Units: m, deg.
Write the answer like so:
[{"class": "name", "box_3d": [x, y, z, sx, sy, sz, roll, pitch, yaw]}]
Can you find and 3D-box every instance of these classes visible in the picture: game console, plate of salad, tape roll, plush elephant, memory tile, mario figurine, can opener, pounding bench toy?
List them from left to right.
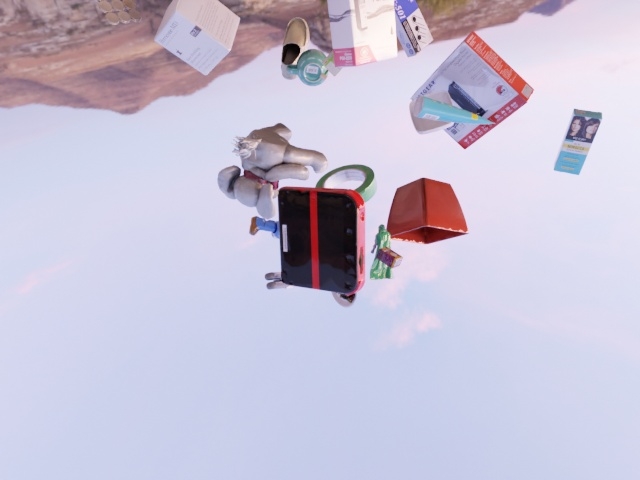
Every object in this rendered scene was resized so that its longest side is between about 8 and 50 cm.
[{"class": "memory tile", "box_3d": [-0.601, -0.698, 1.378, 0.113, 0.148, 0.012, -35, -174, -39]}, {"class": "plush elephant", "box_3d": [-0.182, -0.212, 1.536, 0.271, 0.256, 0.329, 39, -149, 25]}, {"class": "can opener", "box_3d": [-0.171, 0.168, 1.957, 0.093, 0.074, 0.280, -14, 174, 11]}, {"class": "mario figurine", "box_3d": [-0.151, -0.017, 2.082, 0.320, 0.170, 0.198, 8, -139, 1]}, {"class": "game console", "box_3d": [0.000, 0.000, 1.735, 0.341, 0.387, 0.060, 7, -164, 29]}, {"class": "pounding bench toy", "box_3d": [0.032, -0.494, 1.338, 0.083, 0.052, 0.065, -42, -164, 26]}, {"class": "plate of salad", "box_3d": [0.094, 0.209, 2.150, 0.048, 0.200, 0.199, -10, -156, -36]}, {"class": "tape roll", "box_3d": [0.134, -0.279, 2.469, 0.320, 0.077, 0.321, -13, -144, 10]}]

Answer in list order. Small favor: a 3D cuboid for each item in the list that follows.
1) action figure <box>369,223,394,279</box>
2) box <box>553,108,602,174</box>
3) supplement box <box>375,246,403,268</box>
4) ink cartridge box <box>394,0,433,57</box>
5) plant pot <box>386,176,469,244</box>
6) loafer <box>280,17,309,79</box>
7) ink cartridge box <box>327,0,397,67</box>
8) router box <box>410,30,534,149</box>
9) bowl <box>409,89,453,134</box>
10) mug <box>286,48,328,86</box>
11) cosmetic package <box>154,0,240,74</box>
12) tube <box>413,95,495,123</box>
[{"class": "action figure", "box_3d": [0.258, 0.047, 2.004, 0.137, 0.233, 0.063, -1, -174, -37]}, {"class": "box", "box_3d": [0.992, -0.379, 1.836, 0.100, 0.245, 0.060, 15, -137, 17]}, {"class": "supplement box", "box_3d": [0.263, 0.064, 1.808, 0.083, 0.043, 0.054, 34, -148, 30]}, {"class": "ink cartridge box", "box_3d": [0.281, -0.717, 1.544, 0.097, 0.207, 0.046, -45, -153, -19]}, {"class": "plant pot", "box_3d": [0.464, -0.133, 2.110, 0.267, 0.236, 0.267, 7, 166, -31]}, {"class": "loafer", "box_3d": [-0.105, -0.803, 1.956, 0.101, 0.269, 0.092, 7, 174, 3]}, {"class": "ink cartridge box", "box_3d": [0.108, -0.571, 1.219, 0.158, 0.218, 0.092, -24, -153, -30]}, {"class": "router box", "box_3d": [0.542, -0.533, 1.737, 0.082, 0.301, 0.335, -52, -175, -29]}, {"class": "bowl", "box_3d": [0.378, -0.425, 1.603, 0.141, 0.053, 0.142, -14, -113, 15]}, {"class": "mug", "box_3d": [-0.041, -0.671, 1.876, 0.157, 0.129, 0.097, -32, -148, 19]}, {"class": "cosmetic package", "box_3d": [-0.370, -0.638, 1.430, 0.151, 0.183, 0.152, -23, -130, 44]}, {"class": "tube", "box_3d": [0.345, -0.327, 1.235, 0.206, 0.052, 0.080, 8, -159, -17]}]
